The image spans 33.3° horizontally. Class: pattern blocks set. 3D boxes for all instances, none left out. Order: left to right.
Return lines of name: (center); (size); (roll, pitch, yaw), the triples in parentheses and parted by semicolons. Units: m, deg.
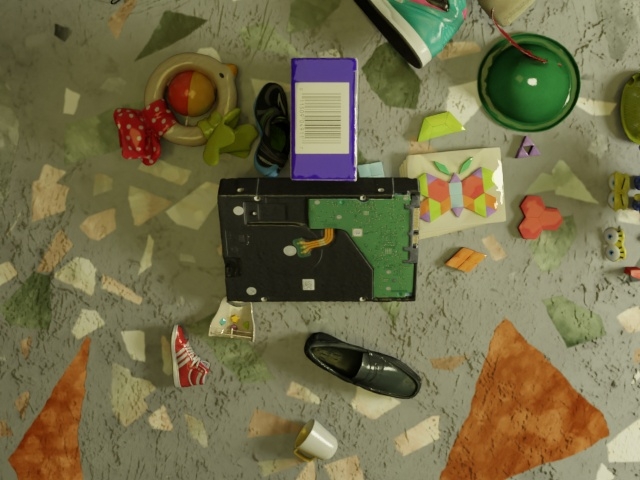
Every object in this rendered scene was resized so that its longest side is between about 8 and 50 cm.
pattern blocks set: (0.240, -0.086, 1.897); (0.325, 0.026, 0.285); (-21, 95, 4)

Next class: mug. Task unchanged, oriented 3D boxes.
mug: (-0.007, 0.368, 1.948); (0.064, 0.078, 0.062); (35, 64, -11)

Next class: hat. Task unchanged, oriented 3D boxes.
hat: (0.350, -0.270, 1.793); (0.208, 0.183, 0.173); (17, 97, 0)

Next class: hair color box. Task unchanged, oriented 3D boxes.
hair color box: (0.010, -0.194, 1.734); (0.110, 0.339, 0.185); (1, 96, 0)

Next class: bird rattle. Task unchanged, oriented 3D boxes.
bird rattle: (-0.236, -0.224, 1.873); (0.253, 0.143, 0.207); (8, 85, 14)

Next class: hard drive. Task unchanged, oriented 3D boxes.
hard drive: (0.000, 0.000, 1.845); (0.339, 0.064, 0.237); (0, 128, 3)

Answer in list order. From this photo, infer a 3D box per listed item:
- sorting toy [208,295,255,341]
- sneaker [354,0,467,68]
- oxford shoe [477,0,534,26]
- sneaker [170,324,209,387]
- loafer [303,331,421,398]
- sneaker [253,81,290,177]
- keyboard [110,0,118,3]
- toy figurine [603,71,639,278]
sorting toy: (-0.154, 0.140, 1.929); (0.083, 0.045, 0.075); (8, 89, 1)
sneaker: (0.145, -0.456, 1.813); (0.178, 0.124, 0.295); (-37, 83, -5)
oxford shoe: (0.396, -0.534, 1.809); (0.397, 0.146, 0.140); (-44, 49, -5)
sneaker: (-0.235, 0.208, 1.937); (0.067, 0.042, 0.118); (-2, 104, 6)
loafer: (0.074, 0.230, 1.911); (0.223, 0.078, 0.076); (23, 97, -1)
sneaker: (-0.073, -0.195, 1.836); (0.067, 0.188, 0.078); (22, 140, -29)
keyboard: (-0.327, -0.482, 1.865); (0.192, 0.038, 0.100); (-20, 96, 5)
toy figurine: (0.602, -0.100, 1.789); (0.191, 0.217, 0.362); (3, 97, 1)
